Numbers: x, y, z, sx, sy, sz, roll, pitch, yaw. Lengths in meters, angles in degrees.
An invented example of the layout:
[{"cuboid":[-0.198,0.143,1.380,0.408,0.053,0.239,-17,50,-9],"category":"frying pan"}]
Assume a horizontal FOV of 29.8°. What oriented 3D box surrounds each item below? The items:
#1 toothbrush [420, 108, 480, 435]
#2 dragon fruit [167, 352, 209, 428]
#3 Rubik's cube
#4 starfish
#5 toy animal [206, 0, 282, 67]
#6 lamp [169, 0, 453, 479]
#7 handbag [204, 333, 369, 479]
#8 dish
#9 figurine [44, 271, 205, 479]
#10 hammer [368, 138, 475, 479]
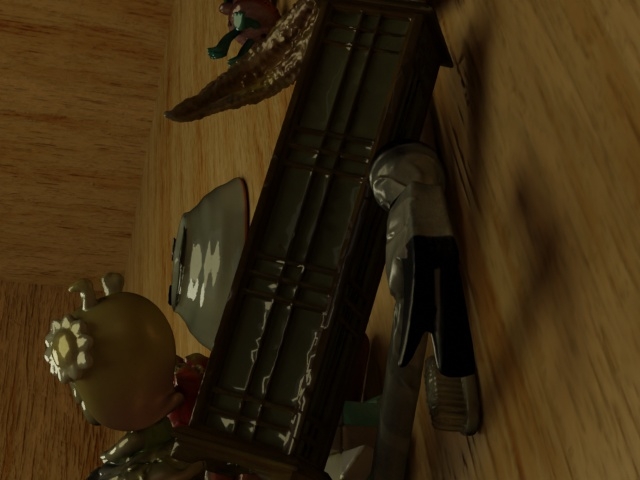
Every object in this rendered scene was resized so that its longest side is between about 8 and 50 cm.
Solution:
[{"cuboid":[0.074,-0.003,0.817,0.025,0.029,0.307,114,159,-48],"category":"toothbrush"},{"cuboid":[-0.141,0.208,1.340,0.166,0.160,0.172,22,116,34],"category":"dragon fruit"},{"cuboid":[0.021,0.153,0.857,0.073,0.084,0.075,107,148,-53],"category":"Rubik's cube"},{"cuboid":[0.002,-0.228,1.036,0.398,0.132,0.384,-57,32,34],"category":"starfish"},{"cuboid":[-0.101,-0.300,1.564,0.103,0.100,0.208,61,-161,-27],"category":"toy animal"},{"cuboid":[0.000,0.000,0.787,0.090,0.089,0.325,52,-127,-67],"category":"lamp"},{"cuboid":[-0.029,0.170,0.928,0.157,0.059,0.213,5,-90,-59],"category":"handbag"},{"cuboid":[-0.169,0.035,1.721,0.260,0.085,0.260,-174,90,-77],"category":"dish"},{"cuboid":[-0.144,0.215,1.174,0.226,0.274,0.394,-24,-84,-67],"category":"figurine"},{"cuboid":[0.042,0.150,0.757,0.152,0.044,0.427,-97,9,-53],"category":"hammer"}]
